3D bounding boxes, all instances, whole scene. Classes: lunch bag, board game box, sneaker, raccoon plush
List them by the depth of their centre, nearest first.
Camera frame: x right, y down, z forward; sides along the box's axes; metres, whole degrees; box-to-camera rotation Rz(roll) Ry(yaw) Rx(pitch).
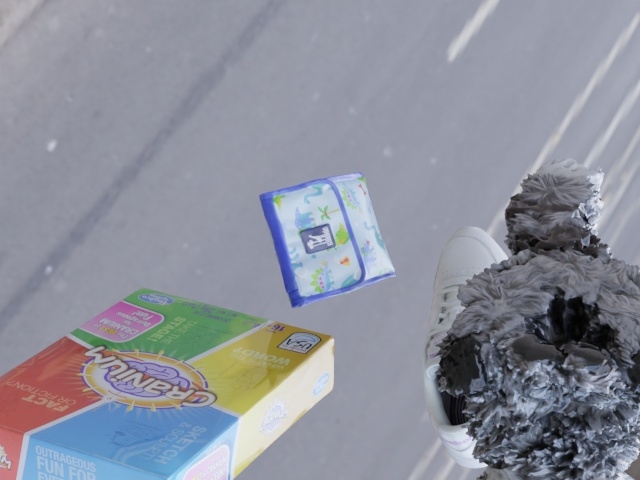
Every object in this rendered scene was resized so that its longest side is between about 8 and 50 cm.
[{"bbox_3d":[-0.162,0.154,1.318,0.316,0.242,0.064,-36,133,-57],"label":"board game box"},{"bbox_3d":[0.260,0.151,1.364,0.446,0.216,0.299,-52,146,-50],"label":"raccoon plush"},{"bbox_3d":[0.000,0.000,1.481,0.096,0.129,0.151,-21,174,37],"label":"lunch bag"},{"bbox_3d":[0.186,0.118,1.670,0.152,0.114,0.305,42,45,-60],"label":"sneaker"}]
